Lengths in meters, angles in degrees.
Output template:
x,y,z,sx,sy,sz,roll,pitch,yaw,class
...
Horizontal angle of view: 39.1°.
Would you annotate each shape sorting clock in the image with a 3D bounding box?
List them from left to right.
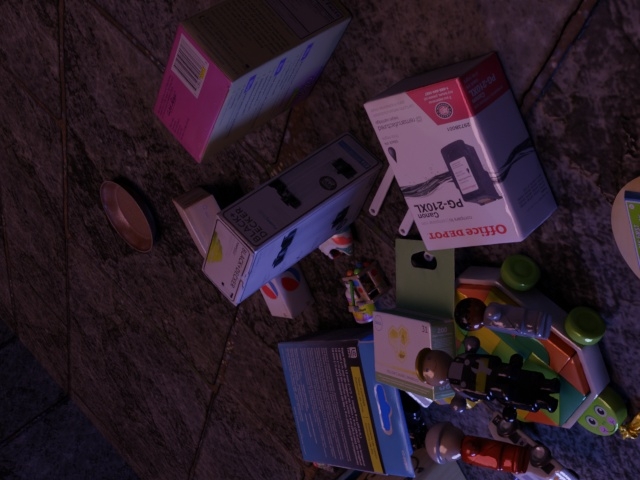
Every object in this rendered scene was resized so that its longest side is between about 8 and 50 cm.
x,y,z,sx,sy,sz,roll,pitch,yaw,class
0.442,0.005,1.079,0.206,0.040,0.206,34,146,27,shape sorting clock

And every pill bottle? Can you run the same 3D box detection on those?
x,y,z,sx,sy,sz,roll,pitch,yaw,class
0.072,0.108,1.652,0.043,0.043,0.083,6,125,50,pill bottle

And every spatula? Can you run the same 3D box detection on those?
x,y,z,sx,sy,sz,roll,pitch,yaw,class
0.156,-0.077,1.399,0.168,0.019,0.242,39,146,13,spatula

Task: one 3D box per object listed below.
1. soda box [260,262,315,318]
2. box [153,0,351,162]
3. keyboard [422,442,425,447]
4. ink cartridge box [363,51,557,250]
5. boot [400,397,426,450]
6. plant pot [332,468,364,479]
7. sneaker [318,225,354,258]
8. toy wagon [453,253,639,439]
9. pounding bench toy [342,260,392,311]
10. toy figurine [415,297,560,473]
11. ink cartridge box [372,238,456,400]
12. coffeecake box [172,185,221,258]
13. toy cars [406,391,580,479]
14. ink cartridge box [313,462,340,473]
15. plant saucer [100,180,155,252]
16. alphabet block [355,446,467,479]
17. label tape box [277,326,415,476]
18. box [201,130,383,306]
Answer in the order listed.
x,y,z,sx,sy,sz,roll,pitch,yaw,class
-0.093,0.047,1.786,0.074,0.069,0.216,3,123,51,soda box
-0.106,-0.264,1.345,0.117,0.243,0.213,49,148,8,box
0.222,0.470,1.828,0.256,0.014,0.072,55,148,-3,keyboard
0.191,-0.113,1.226,0.172,0.100,0.237,-7,114,48,ink cartridge box
0.154,0.355,1.775,0.121,0.045,0.099,16,127,36,boot
0.063,0.650,2.003,0.247,0.248,0.252,51,164,4,plant pot
0.000,0.000,1.630,0.161,0.057,0.075,-2,113,50,sneaker
0.334,0.183,1.362,0.344,0.068,0.267,41,146,20,toy wagon
0.070,0.080,1.591,0.052,0.083,0.065,-15,108,57,pounding bench toy
0.227,0.195,1.247,0.148,0.213,0.209,6,127,33,toy figurine
0.147,0.119,1.424,0.171,0.056,0.235,6,101,62,ink cartridge box
-0.231,-0.027,1.836,0.142,0.068,0.185,64,170,-15,coffeecake box
0.258,0.296,1.483,0.394,0.087,0.176,41,180,21,toy cars
-0.004,0.510,2.142,0.115,0.029,0.062,5,124,50,ink cartridge box
-0.460,-0.064,2.187,0.199,0.036,0.198,33,142,31,plant saucer
0.175,0.538,1.761,0.192,0.197,0.193,-16,106,50,alphabet block
0.075,0.297,1.703,0.348,0.115,0.249,-11,92,54,label tape box
-0.045,-0.037,1.437,0.087,0.290,0.169,45,148,14,box
